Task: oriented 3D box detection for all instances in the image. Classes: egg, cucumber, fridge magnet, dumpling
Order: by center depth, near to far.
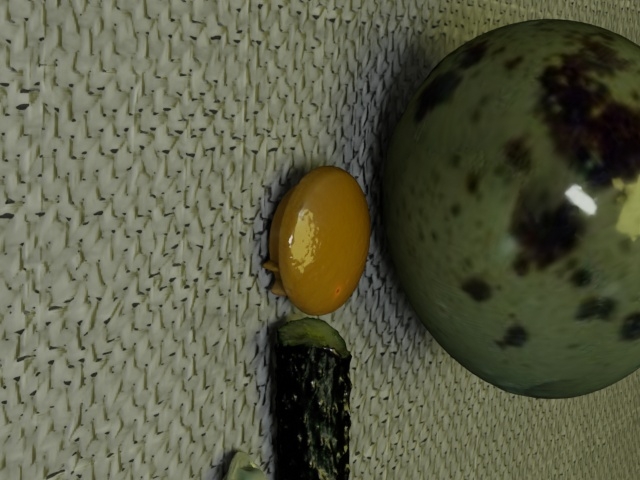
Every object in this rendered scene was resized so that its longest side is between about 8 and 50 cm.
[{"bbox_3d":[-0.068,0.221,1.053,0.077,0.043,0.059,6,73,-44],"label":"dumpling"},{"bbox_3d":[0.000,0.000,1.098,0.143,0.063,0.143,-15,108,-55],"label":"fridge magnet"},{"bbox_3d":[-0.007,0.222,1.121,0.081,0.072,0.303,-118,-154,-66],"label":"cucumber"},{"bbox_3d":[0.240,-0.023,1.223,0.345,0.345,0.428,-56,143,-37],"label":"egg"}]
